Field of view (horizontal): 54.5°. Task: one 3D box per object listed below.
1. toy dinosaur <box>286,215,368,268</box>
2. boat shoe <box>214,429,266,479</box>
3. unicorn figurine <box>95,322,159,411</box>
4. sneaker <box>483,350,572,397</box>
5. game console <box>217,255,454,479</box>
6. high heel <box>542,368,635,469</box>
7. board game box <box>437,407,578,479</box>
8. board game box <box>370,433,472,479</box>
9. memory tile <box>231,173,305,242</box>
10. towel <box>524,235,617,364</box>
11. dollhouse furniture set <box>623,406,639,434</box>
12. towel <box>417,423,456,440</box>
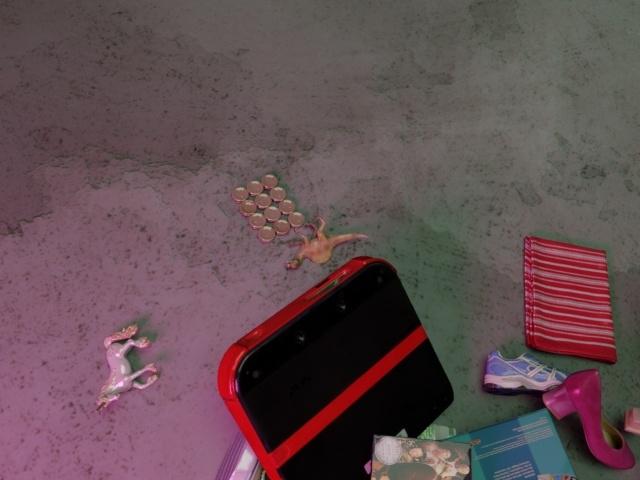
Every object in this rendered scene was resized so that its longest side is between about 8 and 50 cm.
[{"bbox_3d":[0.000,0.000,1.311,0.183,0.053,0.093,-24,84,-13],"label":"toy dinosaur"},{"bbox_3d":[-0.133,0.442,1.028,0.094,0.109,0.303,26,69,-13],"label":"boat shoe"},{"bbox_3d":[-0.352,0.235,1.116,0.111,0.060,0.162,-14,50,-16],"label":"unicorn figurine"},{"bbox_3d":[0.426,0.263,1.223,0.211,0.080,0.081,7,64,-8],"label":"sneaker"},{"bbox_3d":[0.042,0.247,1.072,0.386,0.060,0.342,-34,106,-28],"label":"game console"},{"bbox_3d":[0.537,0.333,1.156,0.244,0.117,0.082,43,33,-8],"label":"high heel"},{"bbox_3d":[0.344,0.490,1.074,0.253,0.079,0.336,-8,65,-22],"label":"board game box"},{"bbox_3d":[0.158,0.444,0.992,0.164,0.042,0.244,4,66,2],"label":"board game box"},{"bbox_3d":[-0.114,-0.070,1.340,0.113,0.012,0.148,-28,71,-22],"label":"memory tile"},{"bbox_3d":[0.540,0.124,1.347,0.198,0.031,0.275,12,61,-5],"label":"towel"},{"bbox_3d":[0.707,0.518,1.114,0.355,0.174,0.303,16,46,15],"label":"dollhouse furniture set"},{"bbox_3d":[0.176,0.393,1.147,0.151,0.023,0.113,8,59,-4],"label":"towel"}]
